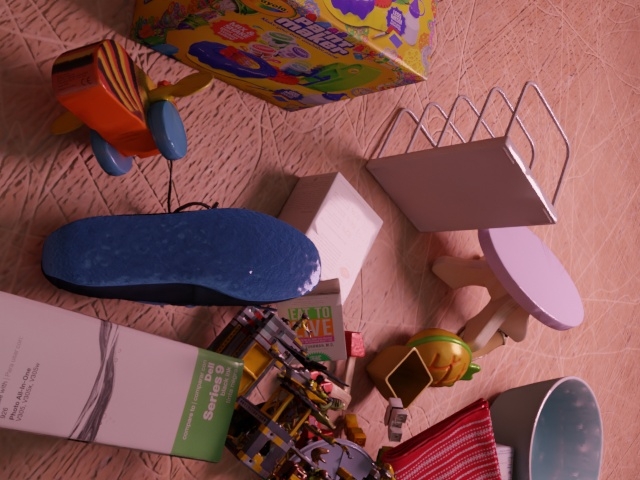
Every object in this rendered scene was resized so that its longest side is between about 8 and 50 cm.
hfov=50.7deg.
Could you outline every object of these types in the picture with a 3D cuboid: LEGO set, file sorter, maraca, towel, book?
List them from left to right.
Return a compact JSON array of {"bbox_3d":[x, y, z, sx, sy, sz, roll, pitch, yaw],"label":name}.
[{"bbox_3d":[-0.028,0.210,0.880,0.255,0.331,0.192,44,75,-17],"label":"LEGO set"},{"bbox_3d":[-0.013,0.126,1.014,0.035,0.096,0.144,-97,180,-52],"label":"book"},{"bbox_3d":[0.072,0.344,1.120,0.087,0.093,0.227,6,115,-9],"label":"LEGO set"},{"bbox_3d":[0.221,0.225,1.246,0.186,0.127,0.099,44,33,-41],"label":"maraca"},{"bbox_3d":[0.215,0.398,1.129,0.199,0.031,0.274,-26,125,-10],"label":"towel"},{"bbox_3d":[0.265,-0.144,1.181,0.193,0.278,0.173,46,58,-33],"label":"file sorter"}]

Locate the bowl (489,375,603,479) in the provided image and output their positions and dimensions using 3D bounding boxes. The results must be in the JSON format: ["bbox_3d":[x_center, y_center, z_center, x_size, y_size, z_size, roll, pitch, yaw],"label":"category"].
[{"bbox_3d":[0.447,0.429,1.416,0.312,0.163,0.311,0,90,-43],"label":"bowl"}]

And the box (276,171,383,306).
[{"bbox_3d":[0.000,0.000,1.056,0.130,0.091,0.170,46,60,-33],"label":"box"}]

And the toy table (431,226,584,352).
[{"bbox_3d":[0.354,0.086,1.297,0.274,0.161,0.252,48,41,-7],"label":"toy table"}]

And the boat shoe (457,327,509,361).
[{"bbox_3d":[0.346,0.198,1.388,0.190,0.072,0.068,-29,109,-39],"label":"boat shoe"}]

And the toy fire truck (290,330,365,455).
[{"bbox_3d":[0.010,0.246,1.091,0.135,0.047,0.191,0,90,-44],"label":"toy fire truck"}]

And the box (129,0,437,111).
[{"bbox_3d":[-0.044,-0.319,0.894,0.290,0.279,0.176,16,78,-41],"label":"box"}]

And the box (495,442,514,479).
[{"bbox_3d":[0.294,0.453,1.298,0.072,0.126,0.137,14,80,-43],"label":"box"}]

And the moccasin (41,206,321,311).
[{"bbox_3d":[-0.168,0.018,0.850,0.342,0.117,0.137,9,72,-27],"label":"moccasin"}]

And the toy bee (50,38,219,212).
[{"bbox_3d":[-0.228,-0.150,0.826,0.195,0.298,0.162,-4,60,-10],"label":"toy bee"}]

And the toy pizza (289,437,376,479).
[{"bbox_3d":[0.004,0.401,1.033,0.201,0.032,0.201,0,91,-28],"label":"toy pizza"}]

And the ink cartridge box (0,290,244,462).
[{"bbox_3d":[-0.263,0.141,0.725,0.289,0.211,0.121,26,72,-40],"label":"ink cartridge box"}]

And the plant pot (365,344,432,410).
[{"bbox_3d":[0.127,0.231,1.172,0.081,0.083,0.081,-41,116,-24],"label":"plant pot"}]
